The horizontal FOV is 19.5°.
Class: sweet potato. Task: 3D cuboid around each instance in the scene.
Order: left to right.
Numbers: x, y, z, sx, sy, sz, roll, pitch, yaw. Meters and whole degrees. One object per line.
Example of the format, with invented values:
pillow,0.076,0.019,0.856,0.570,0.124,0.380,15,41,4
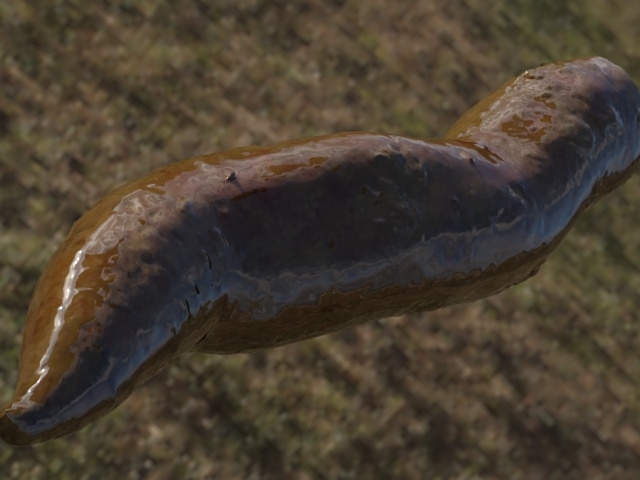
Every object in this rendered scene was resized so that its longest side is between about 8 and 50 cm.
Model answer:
sweet potato,0.000,0.000,0.542,0.281,0.059,0.067,-18,68,-42
